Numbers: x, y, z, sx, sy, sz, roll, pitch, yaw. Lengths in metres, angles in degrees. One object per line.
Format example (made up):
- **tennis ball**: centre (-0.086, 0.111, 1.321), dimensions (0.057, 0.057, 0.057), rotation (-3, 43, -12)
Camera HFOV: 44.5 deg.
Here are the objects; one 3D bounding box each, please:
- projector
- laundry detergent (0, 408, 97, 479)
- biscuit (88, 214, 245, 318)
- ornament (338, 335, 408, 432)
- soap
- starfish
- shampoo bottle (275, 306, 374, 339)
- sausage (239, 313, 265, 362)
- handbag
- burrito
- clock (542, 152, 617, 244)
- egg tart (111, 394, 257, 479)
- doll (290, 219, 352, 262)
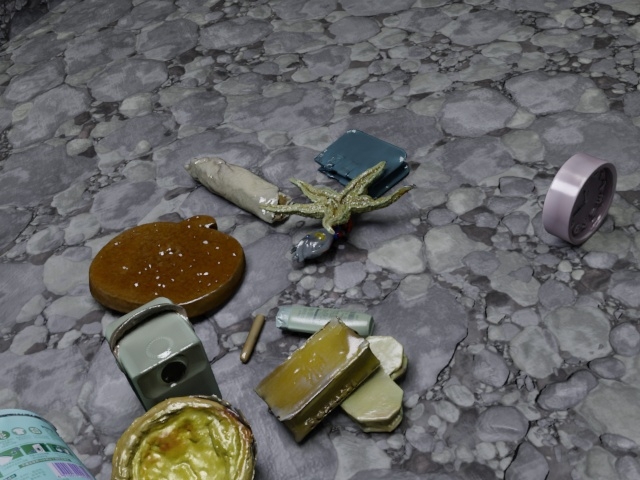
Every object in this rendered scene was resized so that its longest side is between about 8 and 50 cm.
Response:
- **projector**: centre (-0.317, 0.247, 1.580), dimensions (0.163, 0.242, 0.177), rotation (-29, 41, -20)
- **laundry detergent**: centre (-0.539, 0.465, 1.354), dimensions (0.287, 0.287, 0.305), rotation (-37, 45, -25)
- **biscuit**: centre (-0.369, 0.063, 1.940), dimensions (0.394, 0.070, 0.350), rotation (15, 46, 29)
- **ornament**: centre (0.083, 0.287, 1.565), dimensions (0.180, 0.059, 0.201), rotation (-6, 42, 17)
- **soap**: centre (-0.008, 0.269, 1.550), dimensions (0.233, 0.076, 0.135), rotation (-43, 38, -10)
- **starfish**: centre (0.043, -0.107, 1.967), dimensions (0.347, 0.078, 0.358), rotation (-29, 30, -19)
- **shampoo bottle**: centre (0.009, 0.179, 1.714), dimensions (0.212, 0.049, 0.072), rotation (4, 46, 19)
- **sausage**: centre (-0.151, 0.216, 1.736), dimensions (0.024, 0.024, 0.132), rotation (1, 42, 17)
- **handbag**: centre (0.111, -0.204, 2.123), dimensions (0.179, 0.062, 0.229), rotation (-40, 47, -24)
- **burrito**: centre (-0.223, -0.150, 2.143), dimensions (0.117, 0.076, 0.392), rotation (-33, 45, -31)
- **clock**: centre (0.580, -0.093, 1.750), dimensions (0.197, 0.197, 0.068), rotation (-38, 46, -26)
- **egg tart**: centre (-0.248, 0.418, 1.444), dimensions (0.279, 0.095, 0.279), rotation (-2, 60, 3)
- **doll**: centre (0.000, 0.000, 1.915), dimensions (0.104, 0.062, 0.195), rotation (26, 47, 36)
